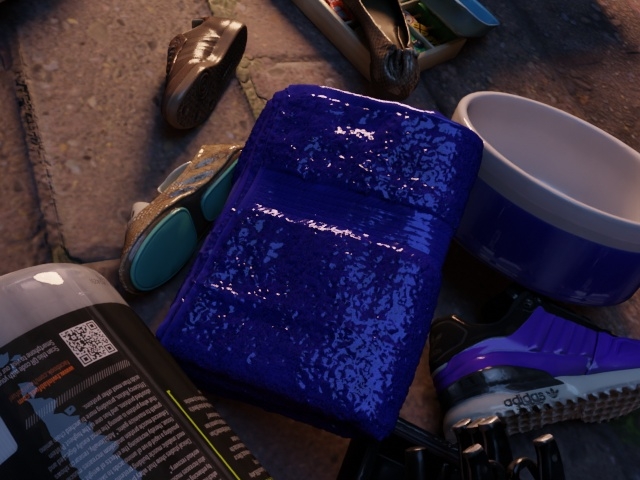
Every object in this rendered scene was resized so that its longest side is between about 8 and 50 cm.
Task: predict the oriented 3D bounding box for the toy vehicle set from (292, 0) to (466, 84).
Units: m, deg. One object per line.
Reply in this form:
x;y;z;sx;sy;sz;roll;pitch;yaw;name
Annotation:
0.055;-0.331;1.010;0.166;0.035;0.267;-30;71;-35;toy vehicle set

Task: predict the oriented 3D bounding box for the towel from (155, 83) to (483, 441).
0.000;0.000;0.650;0.227;0.076;0.308;13;65;18;towel

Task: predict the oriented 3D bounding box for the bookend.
0.081;0.247;0.592;0.156;0.072;0.157;28;52;-1;bookend

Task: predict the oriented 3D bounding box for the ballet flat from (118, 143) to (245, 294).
-0.141;-0.027;0.713;0.067;0.073;0.206;16;44;25;ballet flat

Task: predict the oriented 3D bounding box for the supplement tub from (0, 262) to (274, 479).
-0.133;0.185;0.475;0.193;0.193;0.316;-33;72;-35;supplement tub

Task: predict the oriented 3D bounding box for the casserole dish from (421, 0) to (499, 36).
0.189;-0.325;1.020;0.114;0.037;0.188;44;27;4;casserole dish

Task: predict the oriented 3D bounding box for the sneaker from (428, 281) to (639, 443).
0.237;0.104;0.735;0.293;0.102;0.146;-3;57;-23;sneaker

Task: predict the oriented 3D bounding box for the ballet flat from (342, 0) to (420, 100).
0.078;-0.284;0.924;0.084;0.058;0.250;3;56;-21;ballet flat

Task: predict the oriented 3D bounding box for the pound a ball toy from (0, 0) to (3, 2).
-0.332;-0.365;0.773;0.135;0.208;0.319;33;51;4;pound a ball toy

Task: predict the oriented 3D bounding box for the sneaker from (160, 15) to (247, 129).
-0.146;-0.192;0.828;0.071;0.066;0.188;15;45;10;sneaker

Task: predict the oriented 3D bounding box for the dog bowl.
0.250;-0.052;0.796;0.265;0.104;0.265;16;33;-11;dog bowl

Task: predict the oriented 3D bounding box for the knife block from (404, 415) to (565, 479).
0.119;0.278;0.523;0.088;0.276;0.242;0;31;-24;knife block
